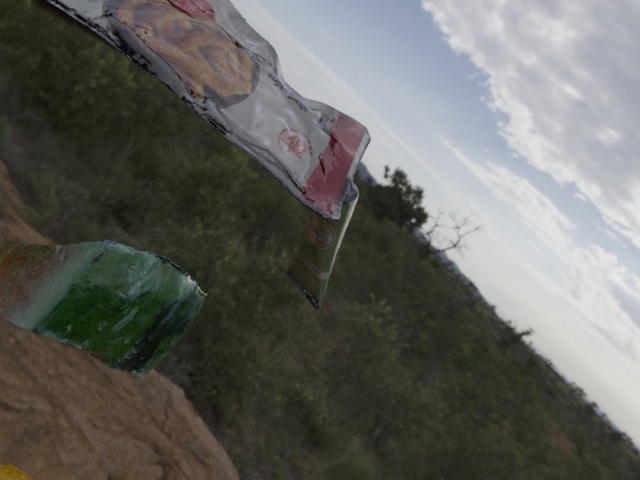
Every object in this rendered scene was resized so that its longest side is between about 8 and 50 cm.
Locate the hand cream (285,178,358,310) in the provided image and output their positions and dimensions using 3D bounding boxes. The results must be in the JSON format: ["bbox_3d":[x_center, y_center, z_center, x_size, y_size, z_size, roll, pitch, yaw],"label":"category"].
[{"bbox_3d":[0.000,0.000,0.818,0.055,0.235,0.086,-18,53,-38],"label":"hand cream"}]

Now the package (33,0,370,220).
[{"bbox_3d":[-0.065,-0.122,0.410,0.239,0.030,0.154,41,38,-13],"label":"package"}]

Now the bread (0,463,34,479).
[{"bbox_3d":[-0.309,0.431,0.589,0.394,0.360,0.250,28,12,28],"label":"bread"}]

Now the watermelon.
[{"bbox_3d":[-0.347,0.105,0.828,0.302,0.151,0.264,1,-23,20],"label":"watermelon"}]
